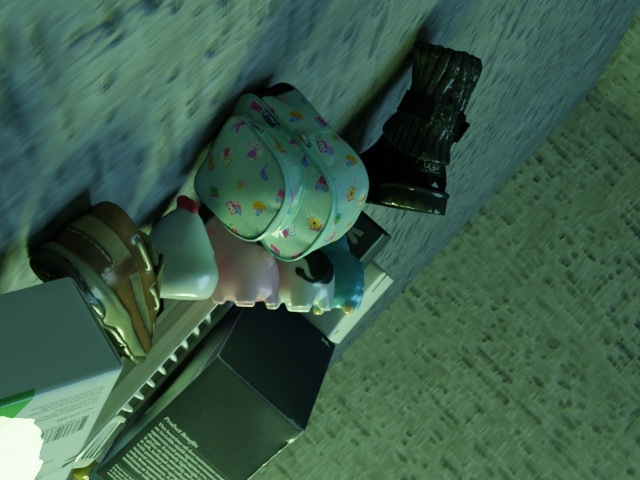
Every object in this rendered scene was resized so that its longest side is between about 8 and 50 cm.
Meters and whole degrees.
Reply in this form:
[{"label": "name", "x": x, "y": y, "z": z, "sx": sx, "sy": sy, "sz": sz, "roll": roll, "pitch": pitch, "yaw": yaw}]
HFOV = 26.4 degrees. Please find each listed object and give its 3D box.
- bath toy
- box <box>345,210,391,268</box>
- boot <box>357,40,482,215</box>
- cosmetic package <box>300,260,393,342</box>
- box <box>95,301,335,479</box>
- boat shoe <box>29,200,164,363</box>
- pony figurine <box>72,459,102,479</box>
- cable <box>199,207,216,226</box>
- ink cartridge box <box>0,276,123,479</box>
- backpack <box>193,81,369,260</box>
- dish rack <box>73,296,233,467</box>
[{"label": "bath toy", "x": -0.094, "y": 0.022, "z": 1.754, "sx": 0.348, "sy": 0.151, "sz": 0.129, "roll": 9, "pitch": 81, "yaw": -49}, {"label": "box", "x": 0.000, "y": 0.000, "z": 2.148, "sx": 0.156, "sy": 0.158, "sz": 0.093, "roll": -49, "pitch": 170, "yaw": 6}, {"label": "boot", "x": 0.142, "y": -0.179, "z": 2.179, "sx": 0.348, "sy": 0.131, "sz": 0.260, "roll": -167, "pitch": -93, "yaw": -69}, {"label": "cosmetic package", "x": 0.002, "y": 0.057, "z": 2.288, "sx": 0.151, "sy": 0.183, "sz": 0.151, "roll": -49, "pitch": 169, "yaw": 2}, {"label": "box", "x": -0.155, "y": 0.254, "z": 2.109, "sx": 0.294, "sy": 0.183, "sz": 0.296, "roll": -43, "pitch": -171, "yaw": 21}, {"label": "boat shoe", "x": -0.222, "y": 0.047, "z": 1.526, "sx": 0.120, "sy": 0.122, "sz": 0.324, "roll": -52, "pitch": 170, "yaw": -13}, {"label": "pony figurine", "x": -0.316, "y": 0.541, "z": 2.269, "sx": 0.351, "sy": 0.363, "sz": 0.302, "roll": -44, "pitch": -153, "yaw": -26}, {"label": "cable", "x": -0.102, "y": -0.049, "z": 1.861, "sx": 0.184, "sy": 0.047, "sz": 0.150, "roll": -38, "pitch": 165, "yaw": -49}, {"label": "ink cartridge box", "x": -0.348, "y": 0.188, "z": 1.367, "sx": 0.211, "sy": 0.121, "sz": 0.289, "roll": -16, "pitch": 151, "yaw": -38}, {"label": "backpack", "x": -0.045, "y": -0.072, "z": 1.624, "sx": 0.144, "sy": 0.188, "sz": 0.166, "roll": -35, "pitch": 163, "yaw": -53}, {"label": "dish rack", "x": -0.248, "y": 0.172, "z": 1.920, "sx": 0.333, "sy": 0.072, "sz": 0.285, "roll": -47, "pitch": 176, "yaw": -9}]
